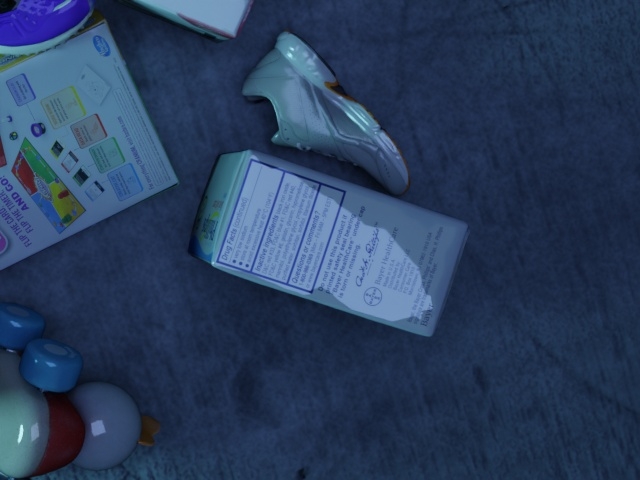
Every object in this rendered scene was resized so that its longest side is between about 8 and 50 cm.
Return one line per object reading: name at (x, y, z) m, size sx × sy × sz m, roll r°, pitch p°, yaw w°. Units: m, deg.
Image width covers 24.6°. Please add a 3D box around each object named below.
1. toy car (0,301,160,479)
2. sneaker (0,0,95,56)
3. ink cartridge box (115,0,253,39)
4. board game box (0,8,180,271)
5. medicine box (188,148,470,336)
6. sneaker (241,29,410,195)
toy car at (-0.317, 0.221, 1.847) m, size 0.238 × 0.210 × 0.219 m, roll 11°, pitch 105°, yaw -40°
sneaker at (-0.412, -0.289, 1.694) m, size 0.293 × 0.146 × 0.102 m, roll -2°, pitch 68°, yaw 6°
ink cartridge box at (-0.170, -0.314, 1.806) m, size 0.158 × 0.218 × 0.092 m, roll 21°, pitch 94°, yaw -11°
board game box at (-0.366, -0.110, 1.813) m, size 0.316 × 0.064 × 0.242 m, roll -26°, pitch 119°, yaw -9°
medicine box at (0.000, 0.000, 1.829) m, size 0.289 × 0.263 × 0.149 m, roll 19°, pitch 88°, yaw -12°
sneaker at (0.005, -0.143, 1.919) m, size 0.121 × 0.099 × 0.262 m, roll -43°, pitch 92°, yaw 1°
